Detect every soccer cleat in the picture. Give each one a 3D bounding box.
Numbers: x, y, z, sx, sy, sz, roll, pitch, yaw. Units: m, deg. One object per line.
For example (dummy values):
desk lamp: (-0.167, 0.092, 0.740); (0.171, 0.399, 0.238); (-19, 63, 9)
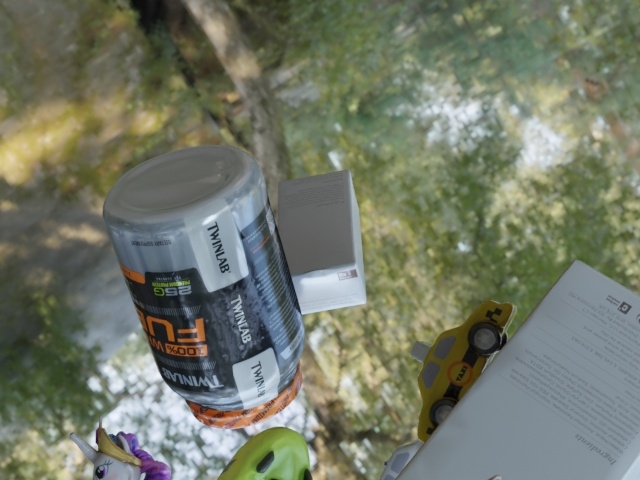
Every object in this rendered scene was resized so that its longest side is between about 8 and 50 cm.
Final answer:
soccer cleat: (-0.102, 0.282, 0.969); (0.121, 0.093, 0.289); (23, -91, 54)

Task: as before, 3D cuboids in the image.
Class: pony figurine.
pony figurine: (-0.245, 0.472, 1.753); (0.303, 0.350, 0.364); (114, -13, -67)

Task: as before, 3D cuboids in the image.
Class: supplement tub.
supplement tub: (-0.139, 0.065, 1.487); (0.207, 0.338, 0.207); (-11, -151, 7)

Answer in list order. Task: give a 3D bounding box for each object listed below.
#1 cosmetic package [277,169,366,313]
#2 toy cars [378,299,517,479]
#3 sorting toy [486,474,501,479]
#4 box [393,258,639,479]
cosmetic package: (0.000, 0.000, 1.680); (0.117, 0.085, 0.231); (-10, -140, 8)
toy cars: (0.126, 0.214, 1.348); (0.176, 0.087, 0.394); (-48, 159, -45)
sorting toy: (0.112, 0.201, 0.879); (0.062, 0.012, 0.083); (-40, 171, -29)
box: (0.217, 0.228, 1.148); (0.168, 0.215, 0.345); (34, -113, 22)
